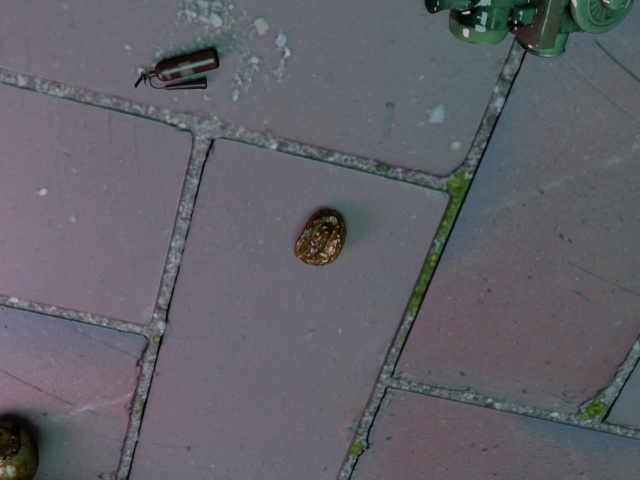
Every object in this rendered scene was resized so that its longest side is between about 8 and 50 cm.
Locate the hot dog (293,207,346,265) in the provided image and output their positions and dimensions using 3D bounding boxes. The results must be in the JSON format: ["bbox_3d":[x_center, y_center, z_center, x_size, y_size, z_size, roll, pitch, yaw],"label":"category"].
[{"bbox_3d":[0.000,0.000,1.255,0.058,0.035,0.083,23,119,-10],"label":"hot dog"}]

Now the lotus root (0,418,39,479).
[{"bbox_3d":[-0.483,0.345,1.446,0.108,0.094,0.190,45,133,18],"label":"lotus root"}]

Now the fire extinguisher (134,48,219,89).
[{"bbox_3d":[-0.166,-0.195,1.140,0.100,0.032,0.046,-14,156,8],"label":"fire extinguisher"}]

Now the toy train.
[{"bbox_3d":[0.213,-0.323,0.948,0.222,0.150,0.304,-11,125,-27],"label":"toy train"}]
